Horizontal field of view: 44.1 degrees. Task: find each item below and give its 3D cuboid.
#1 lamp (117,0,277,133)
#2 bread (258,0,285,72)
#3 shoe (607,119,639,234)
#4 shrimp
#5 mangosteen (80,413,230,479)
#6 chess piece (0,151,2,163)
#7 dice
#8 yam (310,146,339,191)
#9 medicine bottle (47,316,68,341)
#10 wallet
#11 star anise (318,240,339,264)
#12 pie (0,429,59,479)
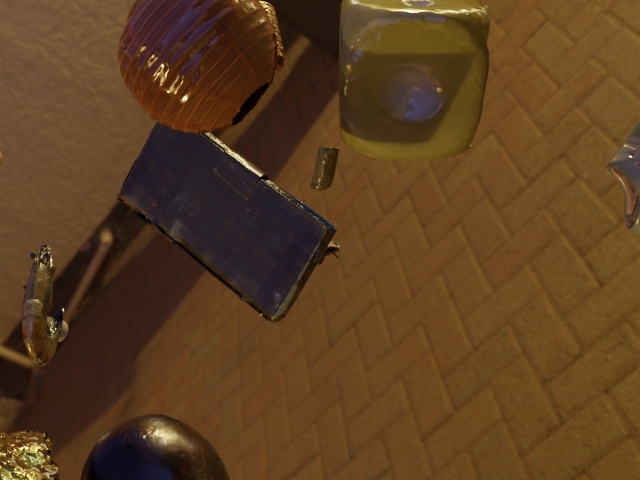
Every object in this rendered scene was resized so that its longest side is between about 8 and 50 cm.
[{"bbox_3d":[-0.104,-0.158,0.669,0.136,0.136,0.136,-40,31,30],"label":"lamp"},{"bbox_3d":[-0.093,-0.344,1.327,0.044,0.052,0.157,110,153,-52],"label":"bread"},{"bbox_3d":[0.465,-0.107,1.160,0.079,0.078,0.195,-63,-20,-87],"label":"shoe"},{"bbox_3d":[-0.492,0.119,1.412,0.150,0.051,0.217,84,-177,-62],"label":"shrimp"},{"bbox_3d":[-0.330,0.502,1.530,0.330,0.330,0.330,-40,31,30],"label":"mangosteen"},{"bbox_3d":[-0.925,-0.139,1.894,0.397,0.117,0.117,-20,40,22],"label":"chess piece"},{"bbox_3d":[0.143,-0.277,1.285,0.233,0.227,0.238,-85,-4,-63],"label":"dice"},{"bbox_3d":[0.008,-0.139,1.505,0.043,0.043,0.094,-119,37,-61],"label":"yam"},{"bbox_3d":[-0.687,0.221,1.986,0.058,0.091,0.058,-8,71,24],"label":"medicine bottle"},{"bbox_3d":[-0.138,-0.039,1.112,0.169,0.317,0.044,-59,-19,15],"label":"wallet"},{"bbox_3d":[-0.005,0.006,1.887,0.144,0.158,0.140,-38,-35,-48],"label":"star anise"},{"bbox_3d":[-0.636,0.455,1.424,0.288,0.354,0.103,19,114,43],"label":"pie"}]
